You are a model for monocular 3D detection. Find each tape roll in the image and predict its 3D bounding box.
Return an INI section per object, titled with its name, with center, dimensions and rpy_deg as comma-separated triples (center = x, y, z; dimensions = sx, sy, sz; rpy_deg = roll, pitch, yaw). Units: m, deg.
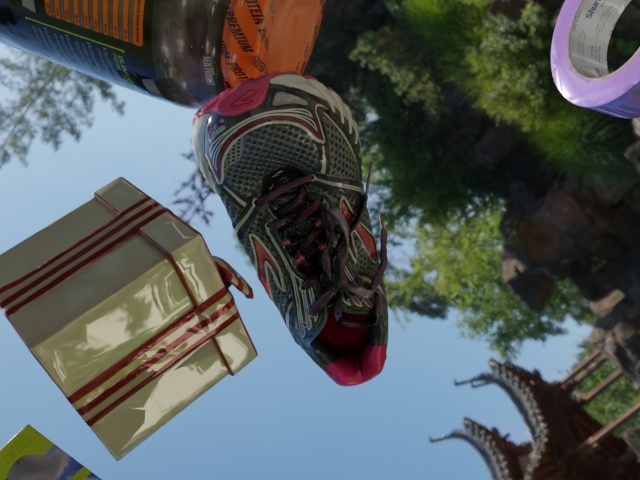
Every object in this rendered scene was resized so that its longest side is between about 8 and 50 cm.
[tape roll]
center = 0.498, -0.341, 1.091
dimensions = 0.090, 0.275, 0.275
rpy_deg = 10, -149, -21

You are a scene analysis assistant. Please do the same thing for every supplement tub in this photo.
[supplement tub]
center = -0.177, -0.249, 0.630
dimensions = 0.338, 0.207, 0.207
rpy_deg = 21, -165, 10

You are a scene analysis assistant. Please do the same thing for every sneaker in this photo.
[sneaker]
center = 0.000, 0.000, 0.529
dimensions = 0.299, 0.121, 0.112
rpy_deg = 63, -173, -46

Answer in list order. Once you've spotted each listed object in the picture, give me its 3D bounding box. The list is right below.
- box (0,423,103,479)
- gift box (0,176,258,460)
[box]
center = -0.311, 0.299, 0.769
dimensions = 0.178, 0.042, 0.109
rpy_deg = 23, -128, 25
[gift box]
center = -0.248, 0.094, 0.905
dimensions = 0.255, 0.258, 0.276
rpy_deg = 34, 153, 40
